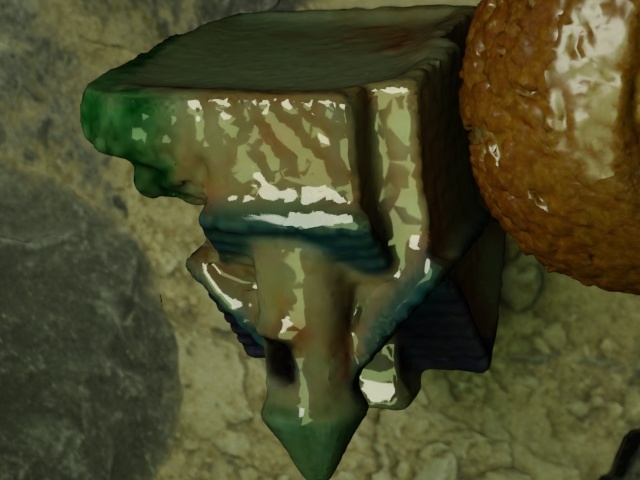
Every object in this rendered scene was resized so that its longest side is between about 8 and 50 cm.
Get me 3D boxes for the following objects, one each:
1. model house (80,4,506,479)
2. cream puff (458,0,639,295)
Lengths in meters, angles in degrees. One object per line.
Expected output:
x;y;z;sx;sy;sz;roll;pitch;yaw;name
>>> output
0.000;0.000;1.165;0.245;0.312;0.280;1;108;18;model house
0.213;-0.113;1.066;0.212;0.303;0.303;26;123;50;cream puff
